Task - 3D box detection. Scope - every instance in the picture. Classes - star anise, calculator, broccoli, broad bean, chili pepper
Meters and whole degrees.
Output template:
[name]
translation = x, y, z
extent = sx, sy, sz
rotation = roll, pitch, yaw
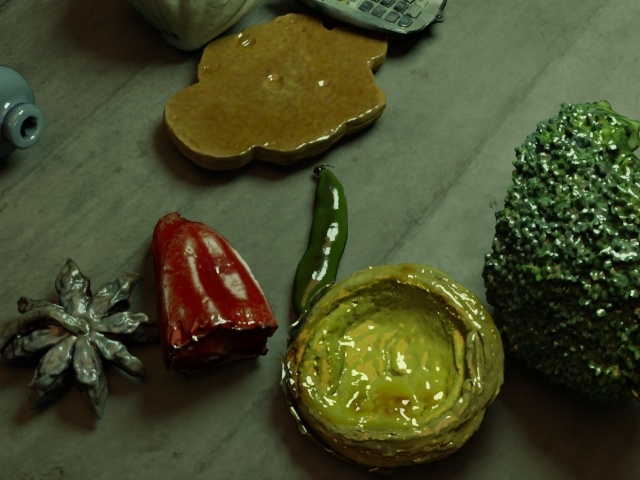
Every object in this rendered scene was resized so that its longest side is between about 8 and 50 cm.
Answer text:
[star anise]
translation = -0.326, 0.125, 1.324
extent = 0.263, 0.081, 0.230
rotation = -12, 71, -7
[calculator]
translation = 0.071, -0.390, 1.601
extent = 0.268, 0.040, 0.177
rotation = 23, 46, 17
[broccoli]
translation = 0.324, 0.016, 1.272
extent = 0.249, 0.302, 0.375
rotation = -13, 84, 19
[broad bean]
translation = 0.004, 0.000, 1.402
extent = 0.065, 0.046, 0.254
rotation = 2, 59, 11
[chili pepper]
translation = -0.151, 0.053, 1.348
extent = 0.144, 0.136, 0.252
rotation = -31, 52, 15

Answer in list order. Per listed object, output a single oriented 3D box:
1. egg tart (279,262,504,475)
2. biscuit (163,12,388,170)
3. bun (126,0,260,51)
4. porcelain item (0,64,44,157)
[egg tart]
translation = 0.090, 0.159, 1.274
extent = 0.279, 0.095, 0.278
rotation = -6, 63, 13
[biscuit]
translation = -0.056, -0.228, 1.530
extent = 0.376, 0.051, 0.269
rotation = -29, 60, -17
[bun]
translation = -0.208, -0.380, 1.557
extent = 0.263, 0.175, 0.263
rotation = 7, 17, -2
[porcelain item]
translation = -0.523, -0.202, 1.492
extent = 0.259, 0.141, 0.141
rotation = 21, 63, 22
